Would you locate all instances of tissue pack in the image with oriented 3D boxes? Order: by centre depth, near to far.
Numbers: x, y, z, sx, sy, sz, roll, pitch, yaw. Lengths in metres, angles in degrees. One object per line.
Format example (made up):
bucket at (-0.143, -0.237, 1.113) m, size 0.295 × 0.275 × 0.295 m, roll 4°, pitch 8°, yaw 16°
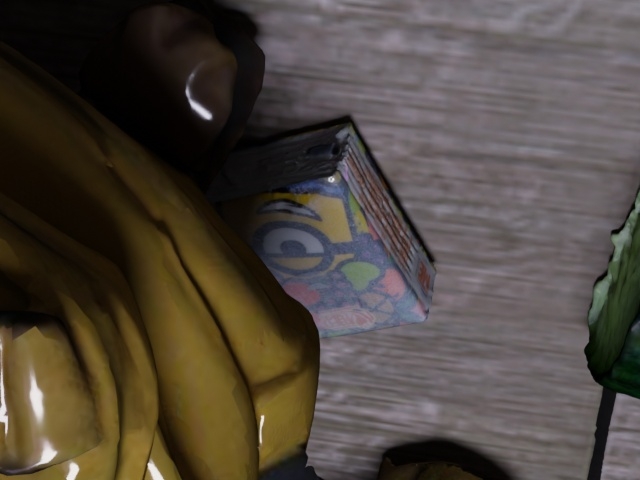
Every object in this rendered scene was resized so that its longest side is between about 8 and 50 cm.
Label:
tissue pack at (0.000, 0.000, 0.615) m, size 0.063 × 0.035 × 0.083 m, roll -13°, pitch 132°, yaw 26°

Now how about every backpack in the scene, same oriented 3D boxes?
backpack at (-0.187, 0.050, 0.547) m, size 0.378 × 0.201 × 0.353 m, roll 37°, pitch 113°, yaw 10°

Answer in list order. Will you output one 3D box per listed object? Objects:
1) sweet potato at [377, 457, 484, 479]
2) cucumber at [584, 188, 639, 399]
sweet potato at (-0.042, 0.180, 0.713) m, size 0.286 × 0.085 × 0.112 m, roll -18°, pitch 102°, yaw -9°
cucumber at (0.215, 0.054, 0.604) m, size 0.244 × 0.063 × 0.115 m, roll 17°, pitch 139°, yaw -7°
